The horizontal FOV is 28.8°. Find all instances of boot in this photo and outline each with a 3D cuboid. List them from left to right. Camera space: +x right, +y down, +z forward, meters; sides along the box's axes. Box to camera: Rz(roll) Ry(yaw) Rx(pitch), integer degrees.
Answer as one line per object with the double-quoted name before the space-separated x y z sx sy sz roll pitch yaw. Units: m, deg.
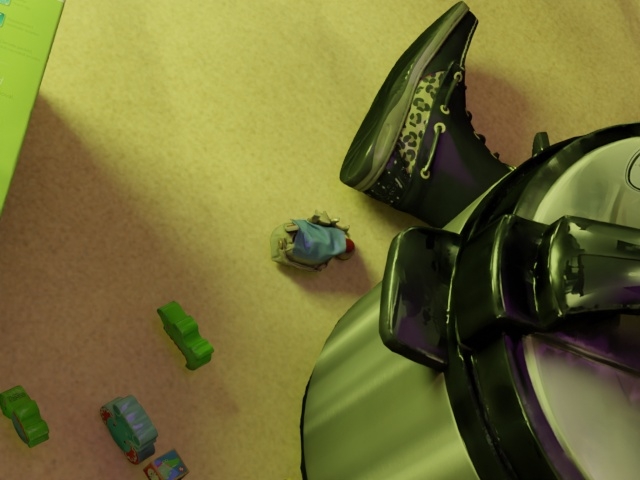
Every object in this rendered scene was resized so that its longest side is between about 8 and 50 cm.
"boot" 0.137 -0.098 1.187 0.179 0.085 0.236 36 60 -11

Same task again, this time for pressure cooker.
"pressure cooker" 0.219 0.122 0.919 0.370 0.420 0.375 -26 80 -31

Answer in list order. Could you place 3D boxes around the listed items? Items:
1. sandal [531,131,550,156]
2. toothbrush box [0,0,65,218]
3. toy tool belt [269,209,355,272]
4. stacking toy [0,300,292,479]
"sandal" 0.241 -0.019 1.198 0.040 0.067 0.179 -16 85 1
"toothbrush box" -0.280 -0.072 0.901 0.122 0.206 0.283 19 61 -16
"toy tool belt" 0.000 0.000 1.091 0.083 0.051 0.052 2 66 -25
"stacking toy" -0.125 0.175 0.956 0.167 0.052 0.221 -26 78 -34
